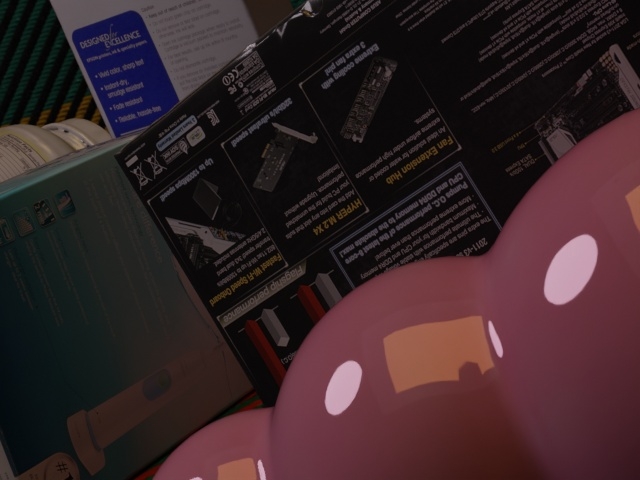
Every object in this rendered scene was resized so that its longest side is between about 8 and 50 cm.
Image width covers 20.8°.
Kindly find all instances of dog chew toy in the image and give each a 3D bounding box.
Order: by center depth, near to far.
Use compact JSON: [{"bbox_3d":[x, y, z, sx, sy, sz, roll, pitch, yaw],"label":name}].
[{"bbox_3d":[0.077,0.083,0.623,0.332,0.206,0.206,-26,7,16],"label":"dog chew toy"}]

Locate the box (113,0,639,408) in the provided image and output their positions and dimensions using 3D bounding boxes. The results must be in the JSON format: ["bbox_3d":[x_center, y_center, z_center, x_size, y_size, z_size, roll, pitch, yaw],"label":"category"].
[{"bbox_3d":[0.075,-0.019,0.810,0.307,0.242,0.076,-35,-5,37],"label":"box"}]

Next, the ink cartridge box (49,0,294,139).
[{"bbox_3d":[-0.073,-0.079,1.334,0.176,0.371,0.069,-12,20,37],"label":"ink cartridge box"}]

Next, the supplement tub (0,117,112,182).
[{"bbox_3d":[-0.360,0.014,1.838,0.325,0.235,0.235,-26,11,-37],"label":"supplement tub"}]

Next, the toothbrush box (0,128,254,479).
[{"bbox_3d":[-0.186,0.060,1.240,0.126,0.216,0.295,-13,12,35],"label":"toothbrush box"}]
